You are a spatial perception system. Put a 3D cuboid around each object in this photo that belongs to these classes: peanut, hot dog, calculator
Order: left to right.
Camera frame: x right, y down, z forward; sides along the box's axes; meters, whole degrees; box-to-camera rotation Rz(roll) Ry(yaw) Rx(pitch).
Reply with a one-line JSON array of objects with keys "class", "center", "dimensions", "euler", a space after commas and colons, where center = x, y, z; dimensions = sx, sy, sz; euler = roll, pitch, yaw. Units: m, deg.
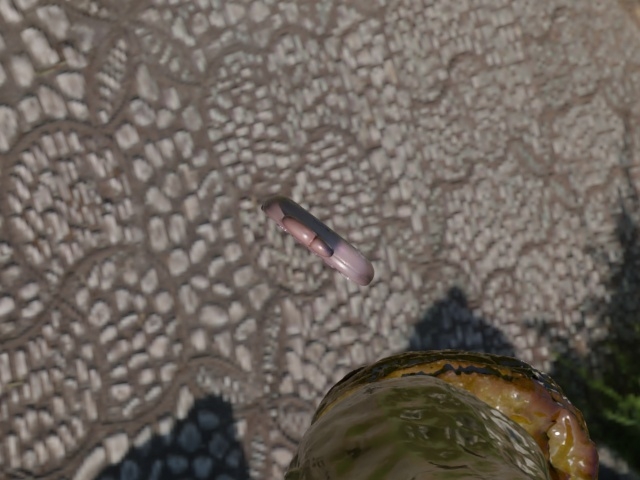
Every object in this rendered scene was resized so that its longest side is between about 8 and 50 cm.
[{"class": "calculator", "center": [0.000, 0.000, 0.983], "dimensions": [0.103, 0.024, 0.166], "euler": [38, 0, 7]}, {"class": "peanut", "center": [0.053, 0.141, 0.500], "dimensions": [0.313, 0.149, 0.149], "euler": [-121, -172, -76]}, {"class": "hot dog", "center": [0.118, 0.194, 1.059], "dimensions": [0.272, 0.122, 0.196], "euler": [15, 73, -26]}]
